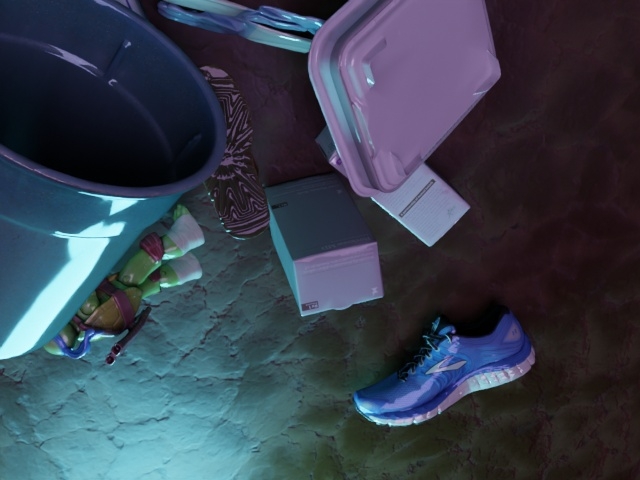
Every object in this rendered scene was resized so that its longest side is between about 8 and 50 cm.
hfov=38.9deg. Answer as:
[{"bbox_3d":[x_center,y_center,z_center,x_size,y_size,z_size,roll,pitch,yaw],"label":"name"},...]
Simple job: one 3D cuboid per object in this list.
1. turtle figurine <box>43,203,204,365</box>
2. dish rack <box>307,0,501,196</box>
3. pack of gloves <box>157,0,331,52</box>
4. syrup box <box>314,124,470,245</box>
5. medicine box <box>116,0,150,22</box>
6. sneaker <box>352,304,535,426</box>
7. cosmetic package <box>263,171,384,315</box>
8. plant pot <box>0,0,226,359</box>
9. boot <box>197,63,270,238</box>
[{"bbox_3d":[-0.320,0.037,1.320,0.266,0.275,0.197,-30,121,-28],"label":"turtle figurine"},{"bbox_3d":[0.139,-0.240,1.248,0.333,0.072,0.285,-46,137,-24],"label":"dish rack"},{"bbox_3d":[-0.096,-0.306,1.202,0.232,0.195,0.046,9,90,-20],"label":"pack of gloves"},{"bbox_3d":[0.111,-0.104,1.402,0.237,0.093,0.096,39,101,-27],"label":"syrup box"},{"bbox_3d":[-0.365,-0.250,1.167,0.289,0.149,0.263,-23,119,-3],"label":"medicine box"},{"bbox_3d":[0.202,0.208,1.582,0.330,0.130,0.147,-25,105,-6],"label":"sneaker"},{"bbox_3d":[0.000,0.000,1.340,0.127,0.238,0.107,-14,118,-9],"label":"cosmetic package"},{"bbox_3d":[-0.332,-0.064,0.994,0.341,0.341,0.334,23,126,-24],"label":"plant pot"},{"bbox_3d":[-0.140,-0.144,1.215,0.089,0.269,0.236,-13,114,-5],"label":"boot"}]
